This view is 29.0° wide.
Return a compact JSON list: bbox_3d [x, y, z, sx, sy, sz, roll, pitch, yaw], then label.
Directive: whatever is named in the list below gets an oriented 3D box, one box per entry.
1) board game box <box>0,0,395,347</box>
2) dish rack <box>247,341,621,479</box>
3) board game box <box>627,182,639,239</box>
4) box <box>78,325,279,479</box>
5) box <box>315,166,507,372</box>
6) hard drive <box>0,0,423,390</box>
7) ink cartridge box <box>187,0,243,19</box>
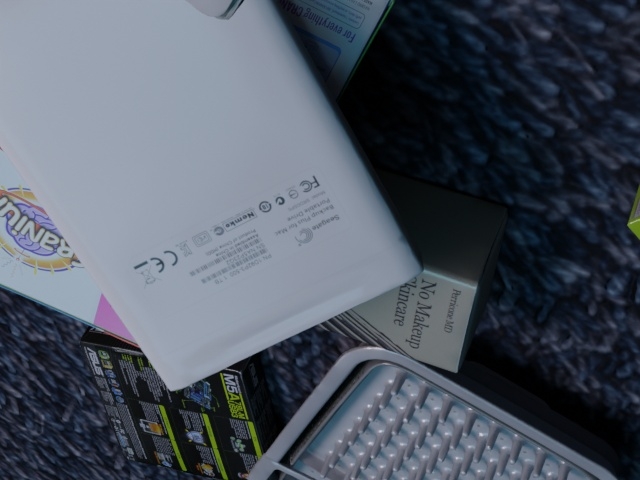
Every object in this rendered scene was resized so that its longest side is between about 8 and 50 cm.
[{"bbox_3d":[-0.128,-0.091,0.858,0.242,0.064,0.316,26,112,-11],"label":"board game box"},{"bbox_3d":[0.106,0.216,1.166,0.286,0.072,0.333,31,139,-2],"label":"dish rack"},{"bbox_3d":[0.288,-0.055,0.779,0.181,0.092,0.043,-26,115,43],"label":"board game box"},{"bbox_3d":[-0.138,0.169,1.270,0.184,0.045,0.190,6,133,20],"label":"box"},{"bbox_3d":[0.000,0.000,0.986,0.275,0.094,0.113,17,137,13],"label":"box"},{"bbox_3d":[-0.091,-0.064,0.811,0.203,0.040,0.307,-26,112,12],"label":"hard drive"},{"bbox_3d":[-0.057,-0.241,0.685,0.153,0.208,0.087,34,138,-7],"label":"ink cartridge box"}]
